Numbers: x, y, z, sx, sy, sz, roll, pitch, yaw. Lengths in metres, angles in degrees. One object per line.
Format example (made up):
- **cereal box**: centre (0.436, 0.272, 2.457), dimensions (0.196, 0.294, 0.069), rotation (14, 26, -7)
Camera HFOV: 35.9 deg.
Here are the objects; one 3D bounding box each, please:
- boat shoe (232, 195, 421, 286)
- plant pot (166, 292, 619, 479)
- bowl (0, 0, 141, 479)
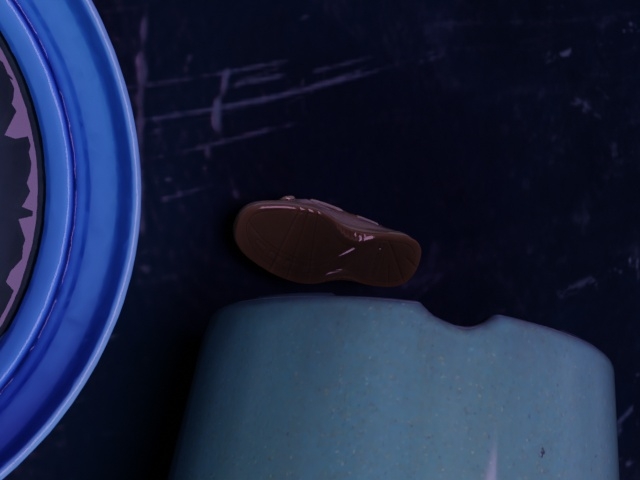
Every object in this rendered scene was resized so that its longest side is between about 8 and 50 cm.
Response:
- **boat shoe**: centre (0.001, -0.002, 0.712), dimensions (0.153, 0.048, 0.056), rotation (8, 108, -31)
- **plant pot**: centre (0.033, 0.220, 0.571), dimensions (0.341, 0.341, 0.334), rotation (19, 71, -36)
- **bowl**: centre (-0.278, -0.032, 0.471), dimensions (0.391, 0.077, 0.391), rotation (0, 89, -38)
